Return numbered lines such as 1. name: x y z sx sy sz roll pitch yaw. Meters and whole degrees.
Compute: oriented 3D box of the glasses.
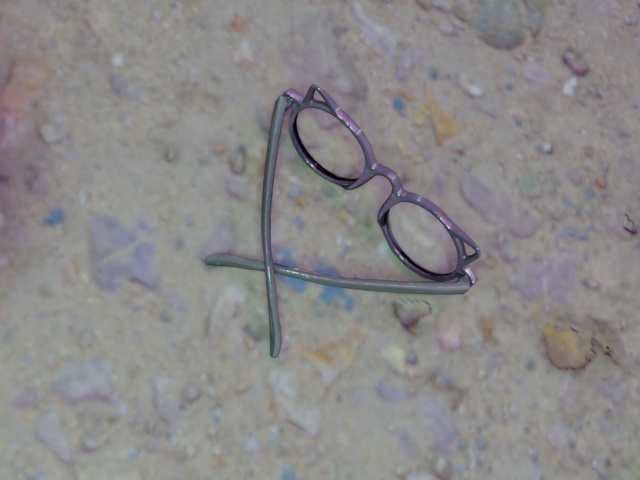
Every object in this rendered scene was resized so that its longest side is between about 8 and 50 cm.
1. glasses: 0.000 0.000 0.745 0.140 0.062 0.104 48 59 2
